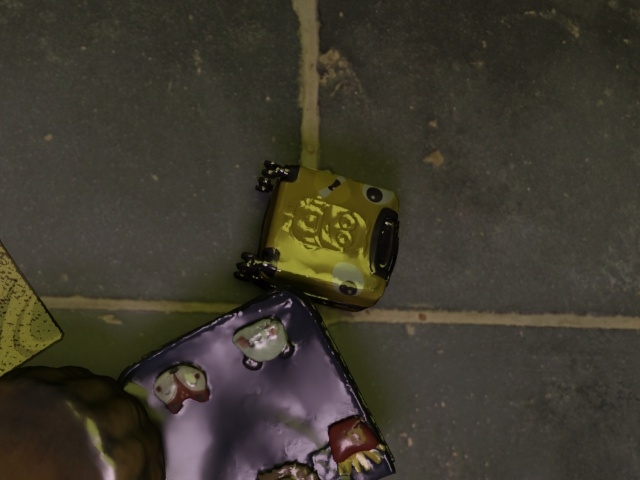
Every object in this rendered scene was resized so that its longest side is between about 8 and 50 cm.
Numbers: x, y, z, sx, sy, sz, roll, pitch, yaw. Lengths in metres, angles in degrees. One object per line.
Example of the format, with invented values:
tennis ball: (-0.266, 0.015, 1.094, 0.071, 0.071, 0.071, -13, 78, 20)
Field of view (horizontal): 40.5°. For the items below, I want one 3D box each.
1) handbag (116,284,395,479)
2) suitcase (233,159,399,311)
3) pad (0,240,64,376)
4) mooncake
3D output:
handbag: (-0.089, 0.260, 1.215, 0.303, 0.122, 0.329, -27, 85, 4)
suitcase: (0.000, 0.000, 1.345, 0.234, 0.143, 0.194, 15, 71, -8)
pad: (-0.566, 0.144, 1.241, 0.330, 0.004, 0.220, -35, 86, -20)
mooncake: (-0.347, 0.301, 1.122, 0.290, 0.161, 0.291, 0, 92, 13)
